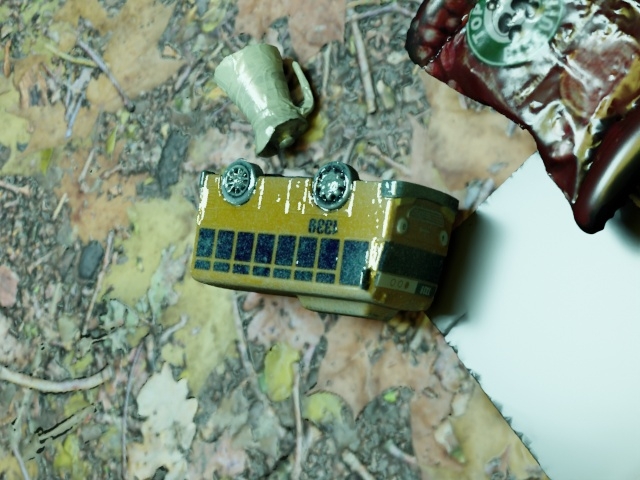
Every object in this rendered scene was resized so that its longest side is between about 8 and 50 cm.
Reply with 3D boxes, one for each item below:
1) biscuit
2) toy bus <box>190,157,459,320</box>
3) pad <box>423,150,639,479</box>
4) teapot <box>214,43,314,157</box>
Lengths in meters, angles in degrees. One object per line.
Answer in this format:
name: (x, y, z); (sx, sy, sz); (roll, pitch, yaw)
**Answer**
biscuit: (0.161, -0.128, 0.832); (0.151, 0.063, 0.235); (-49, 56, 14)
toy bus: (0.000, 0.000, 0.890); (0.182, 0.091, 0.103); (5, 84, 37)
pad: (0.174, 0.061, 0.818); (0.163, 0.004, 0.243); (-45, 60, 17)
teapot: (-0.039, -0.109, 0.969); (0.067, 0.057, 0.083); (-23, 71, -4)
